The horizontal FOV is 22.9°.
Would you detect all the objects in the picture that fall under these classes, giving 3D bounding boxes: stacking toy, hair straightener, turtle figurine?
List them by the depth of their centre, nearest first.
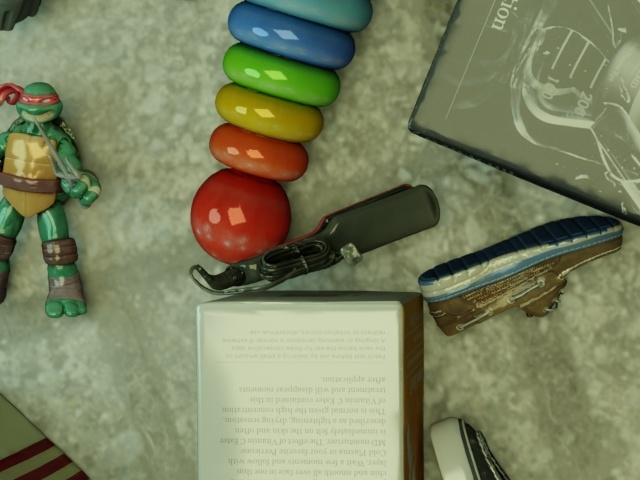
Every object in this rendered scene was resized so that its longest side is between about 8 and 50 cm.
[{"bbox_3d":[0.000,0.000,1.339,0.230,0.089,0.047,-16,97,-20],"label":"hair straightener"},{"bbox_3d":[-0.041,-0.138,1.376,0.141,0.141,0.330,19,99,7],"label":"stacking toy"},{"bbox_3d":[-0.261,-0.053,1.408,0.175,0.118,0.234,10,108,22],"label":"turtle figurine"}]

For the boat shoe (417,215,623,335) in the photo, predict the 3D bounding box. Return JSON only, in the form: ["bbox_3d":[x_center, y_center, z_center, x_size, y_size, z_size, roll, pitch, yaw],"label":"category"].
[{"bbox_3d":[0.180,0.031,1.377,0.183,0.066,0.066,-18,105,6],"label":"boat shoe"}]

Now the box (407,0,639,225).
[{"bbox_3d":[0.282,-0.188,1.298,0.313,0.179,0.343,22,94,6],"label":"box"}]

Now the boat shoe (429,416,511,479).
[{"bbox_3d":[0.194,0.275,1.352,0.102,0.108,0.301,-27,89,8],"label":"boat shoe"}]

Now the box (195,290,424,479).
[{"bbox_3d":[-0.002,0.217,1.323,0.168,0.215,0.345,0,91,8],"label":"box"}]

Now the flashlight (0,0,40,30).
[{"bbox_3d":[-0.247,-0.282,1.310,0.103,0.304,0.103,42,59,5],"label":"flashlight"}]

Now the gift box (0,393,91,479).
[{"bbox_3d":[-0.297,0.290,1.345,0.276,0.258,0.255,38,96,7],"label":"gift box"}]
